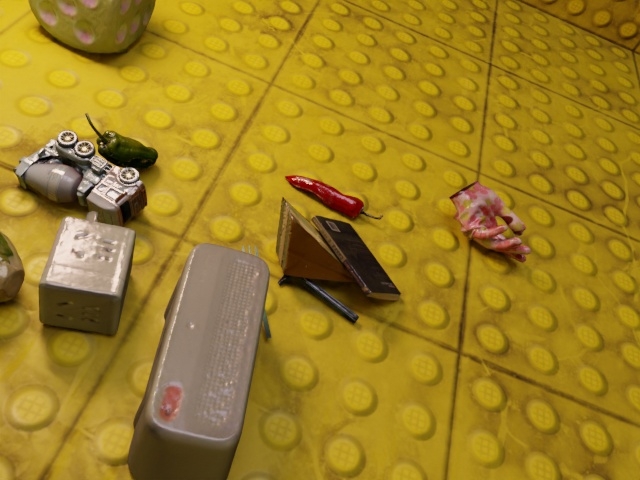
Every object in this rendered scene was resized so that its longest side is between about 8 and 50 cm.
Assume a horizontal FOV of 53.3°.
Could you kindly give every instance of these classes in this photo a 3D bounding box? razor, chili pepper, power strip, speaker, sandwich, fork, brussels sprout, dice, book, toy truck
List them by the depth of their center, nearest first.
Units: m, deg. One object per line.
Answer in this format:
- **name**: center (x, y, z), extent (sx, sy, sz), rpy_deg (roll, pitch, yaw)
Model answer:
- **speaker**: center (-0.202, 0.206, 1.118), extent (0.183, 0.184, 0.406), rpy_deg (16, 46, -10)
- **brussels sprout**: center (-0.617, 0.033, 1.130), extent (0.183, 0.131, 0.146), rpy_deg (6, 54, -12)
- **power strip**: center (-0.427, 0.045, 1.196), extent (0.140, 0.139, 0.225), rpy_deg (11, 47, -12)
- **toy truck**: center (-0.503, -0.120, 1.340), extent (0.256, 0.108, 0.140), rpy_deg (31, 59, 8)
- **fork**: center (-0.135, 0.109, 1.348), extent (0.039, 0.021, 0.235), rpy_deg (-2, 53, -19)
- **razor**: center (0.001, 0.120, 1.386), extent (0.190, 0.033, 0.066), rpy_deg (34, 47, 7)
- **sandwich**: center (0.000, 0.000, 1.393), extent (0.187, 0.144, 0.117), rpy_deg (6, 28, -19)
- **chili pepper**: center (-0.442, -0.199, 1.400), extent (0.073, 0.072, 0.204), rpy_deg (51, 15, 27)
- **book**: center (0.083, 0.039, 1.443), extent (0.160, 0.024, 0.228), rpy_deg (13, 37, -57)
- **chili pepper**: center (0.033, -0.111, 1.592), extent (0.267, 0.050, 0.059), rpy_deg (27, 61, 2)
- **dice**: center (-0.589, -0.659, 1.667), extent (0.249, 0.255, 0.252), rpy_deg (27, 44, 0)

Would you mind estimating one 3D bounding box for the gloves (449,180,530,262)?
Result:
- **gloves**: center (0.443, -0.036, 1.659), extent (0.241, 0.126, 0.145), rpy_deg (59, 29, 0)
